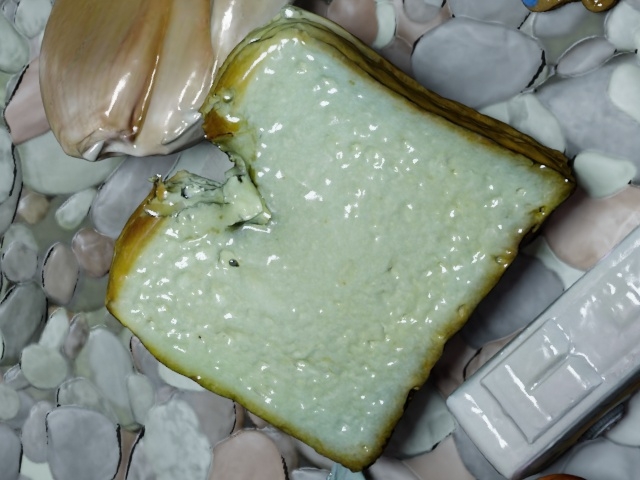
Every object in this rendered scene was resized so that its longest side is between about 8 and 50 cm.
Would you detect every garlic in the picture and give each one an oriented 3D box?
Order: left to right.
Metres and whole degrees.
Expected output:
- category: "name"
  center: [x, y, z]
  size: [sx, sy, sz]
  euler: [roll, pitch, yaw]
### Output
- category: "garlic"
  center: [-0.118, -0.152, 1.147]
  size: [0.217, 0.110, 0.228]
  euler: [21, 81, 41]

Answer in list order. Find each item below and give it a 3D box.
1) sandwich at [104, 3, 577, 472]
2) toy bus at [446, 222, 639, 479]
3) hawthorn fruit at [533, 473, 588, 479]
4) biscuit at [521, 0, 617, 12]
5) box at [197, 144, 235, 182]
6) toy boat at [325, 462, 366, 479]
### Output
- category: "sandwich"
  center: [0.000, -0.001, 1.060]
  size: [0.249, 0.095, 0.273]
  euler: [30, 107, -9]
- category: "toy bus"
  center: [0.200, 0.056, 1.012]
  size: [0.268, 0.106, 0.092]
  euler: [-45, 73, 21]
- category: "hawthorn fruit"
  center: [0.158, 0.222, 1.036]
  size: [0.128, 0.128, 0.128]
  euler: [1, 93, 26]
- category: "biscuit"
  center: [0.204, -0.222, 1.039]
  size: [0.175, 0.026, 0.124]
  euler: [-32, 78, 24]
- category: "box"
  center: [-0.038, -0.048, 1.165]
  size: [0.109, 0.029, 0.198]
  euler: [34, 105, 21]
- category: "toy boat"
  center: [0.043, 0.267, 1.061]
  size: [0.282, 0.096, 0.206]
  euler: [-124, 41, -54]
